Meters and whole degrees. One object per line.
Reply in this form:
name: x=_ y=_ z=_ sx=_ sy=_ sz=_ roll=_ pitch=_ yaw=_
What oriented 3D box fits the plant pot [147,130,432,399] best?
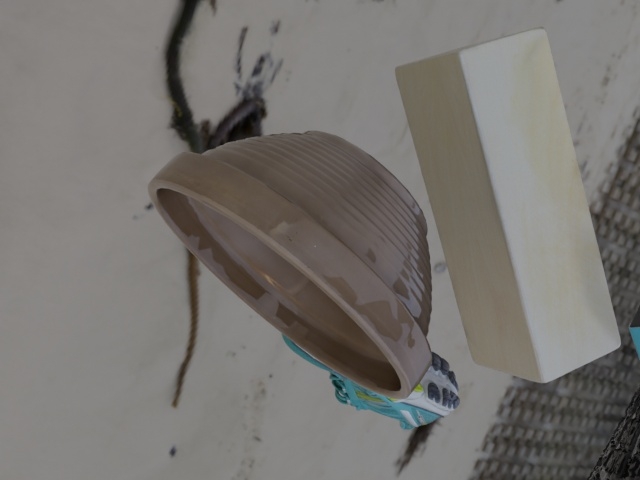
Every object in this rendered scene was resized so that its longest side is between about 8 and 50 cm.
plant pot: x=0.000 y=0.000 z=0.659 sx=0.109 sy=0.237 sz=0.237 roll=-50 pitch=151 yaw=-14

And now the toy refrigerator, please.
toy refrigerator: x=0.157 y=-0.030 z=0.756 sx=0.094 sy=0.102 sz=0.269 roll=-20 pitch=100 yaw=-22

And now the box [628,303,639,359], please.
box: x=0.542 y=0.103 z=1.195 sx=0.100 sy=0.244 sz=0.060 roll=-45 pitch=118 yaw=-45

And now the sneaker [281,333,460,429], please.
sneaker: x=0.053 y=0.169 z=1.137 sx=0.110 sy=0.275 sz=0.107 roll=-38 pitch=-147 yaw=30

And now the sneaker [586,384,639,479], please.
sneaker: x=0.223 y=0.132 z=0.426 sx=0.111 sy=0.121 sz=0.300 roll=-59 pitch=-174 yaw=-1
